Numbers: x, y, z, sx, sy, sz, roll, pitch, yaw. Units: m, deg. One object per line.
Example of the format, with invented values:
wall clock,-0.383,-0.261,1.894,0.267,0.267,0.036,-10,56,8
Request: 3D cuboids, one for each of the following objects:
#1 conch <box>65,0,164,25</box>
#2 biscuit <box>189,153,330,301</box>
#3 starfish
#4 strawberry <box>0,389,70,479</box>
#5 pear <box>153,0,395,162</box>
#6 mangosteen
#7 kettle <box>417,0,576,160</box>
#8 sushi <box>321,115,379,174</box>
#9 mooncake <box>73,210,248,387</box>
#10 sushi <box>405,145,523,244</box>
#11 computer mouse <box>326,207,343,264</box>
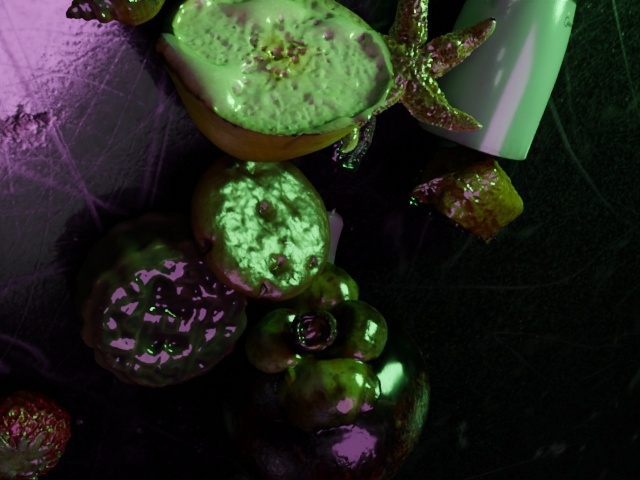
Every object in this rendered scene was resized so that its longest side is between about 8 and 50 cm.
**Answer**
conch,-0.168,-0.295,0.717,0.233,0.086,0.080,-45,111,-7
biscuit,-0.070,-0.023,0.892,0.212,0.212,0.036,6,158,-35
starfish,0.113,-0.223,0.882,0.236,0.062,0.277,24,94,3
strawberry,-0.405,0.269,0.924,0.145,0.086,0.145,-15,123,-24
pear,-0.063,-0.167,0.806,0.267,0.266,0.178,-13,150,-25
mangosteen,0.003,0.213,1.003,0.330,0.330,0.329,-16,126,-23
kettle,0.265,-0.250,0.977,0.221,0.161,0.236,-8,120,-51
sushi,0.033,-0.152,0.948,0.085,0.056,0.083,32,99,-42
mooncake,-0.203,0.081,0.906,0.228,0.124,0.228,-15,124,-23
sushi,0.219,-0.074,1.070,0.140,0.149,0.287,-38,161,16
computer mouse,0.000,0.000,1.042,0.056,0.032,0.110,7,106,-37
